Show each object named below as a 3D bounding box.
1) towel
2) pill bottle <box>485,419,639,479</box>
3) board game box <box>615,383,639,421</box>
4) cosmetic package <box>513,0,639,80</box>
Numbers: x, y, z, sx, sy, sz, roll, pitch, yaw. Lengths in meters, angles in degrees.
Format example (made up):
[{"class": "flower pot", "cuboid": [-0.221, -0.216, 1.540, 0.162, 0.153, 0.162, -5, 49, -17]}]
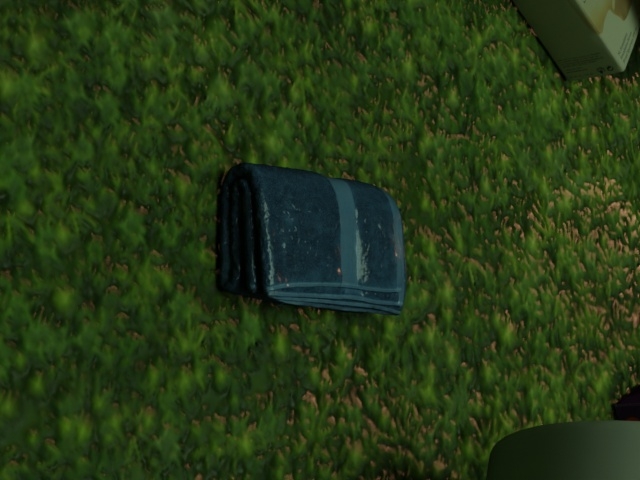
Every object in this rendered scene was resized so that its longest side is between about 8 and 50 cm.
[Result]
[{"class": "towel", "cuboid": [0.000, 0.000, 0.908, 0.119, 0.029, 0.067, 8, 77, -50]}, {"class": "pill bottle", "cuboid": [0.139, 0.303, 0.871, 0.229, 0.229, 0.408, 30, 61, -45]}, {"class": "board game box", "cuboid": [0.359, 0.058, 1.203, 0.347, 0.208, 0.056, -28, 102, -50]}, {"class": "cosmetic package", "cuboid": [0.143, -0.154, 1.102, 0.115, 0.041, 0.060, 48, 50, -35]}]
